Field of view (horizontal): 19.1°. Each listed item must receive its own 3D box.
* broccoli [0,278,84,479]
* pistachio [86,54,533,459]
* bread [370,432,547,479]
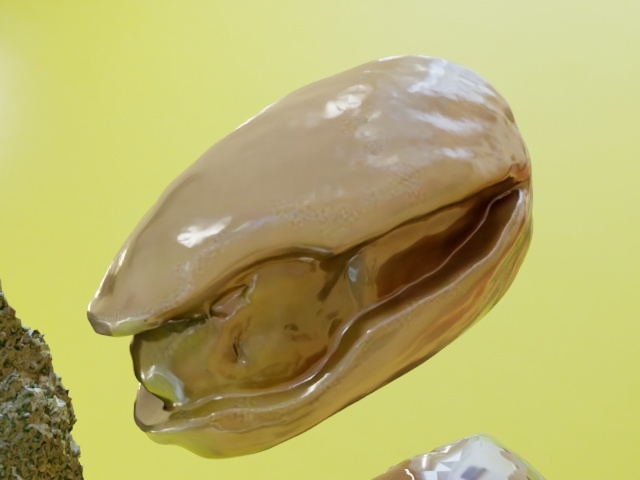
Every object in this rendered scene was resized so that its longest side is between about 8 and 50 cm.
[{"bbox_3d":[-0.326,0.121,1.274,0.304,0.321,0.283,-33,26,-5],"label":"broccoli"},{"bbox_3d":[0.000,0.000,1.041,0.288,0.166,0.197,-26,15,-28],"label":"pistachio"},{"bbox_3d":[0.122,0.306,1.617,0.225,0.279,0.250,-44,-16,23],"label":"bread"}]
